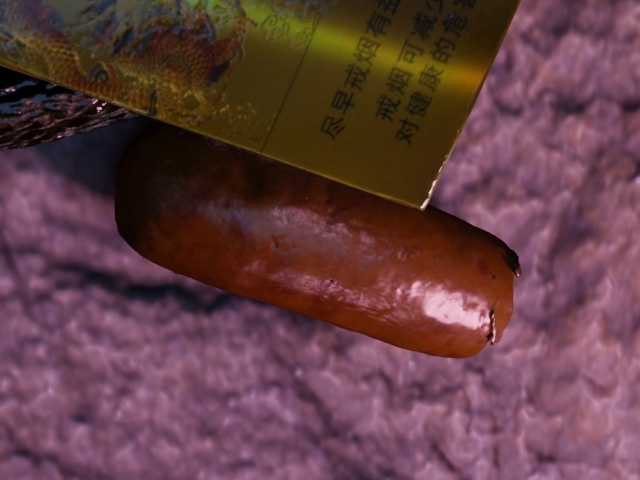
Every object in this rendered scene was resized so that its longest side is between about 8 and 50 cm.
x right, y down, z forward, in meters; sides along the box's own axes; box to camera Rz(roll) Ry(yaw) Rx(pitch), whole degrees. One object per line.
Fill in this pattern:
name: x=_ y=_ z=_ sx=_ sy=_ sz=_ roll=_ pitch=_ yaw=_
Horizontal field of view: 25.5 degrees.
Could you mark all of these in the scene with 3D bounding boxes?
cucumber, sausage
cucumber: x=-0.100 y=-0.108 z=0.838 sx=0.293 sy=0.067 sz=0.067 roll=-18 pitch=111 yaw=-17
sausage: x=-0.001 y=0.002 z=0.892 sx=0.270 sy=0.109 sz=0.109 roll=20 pitch=98 yaw=-23

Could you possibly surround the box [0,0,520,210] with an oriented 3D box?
box: x=-0.044 y=-0.142 z=0.780 sx=0.311 sy=0.043 sz=0.173 roll=18 pitch=103 yaw=-24
